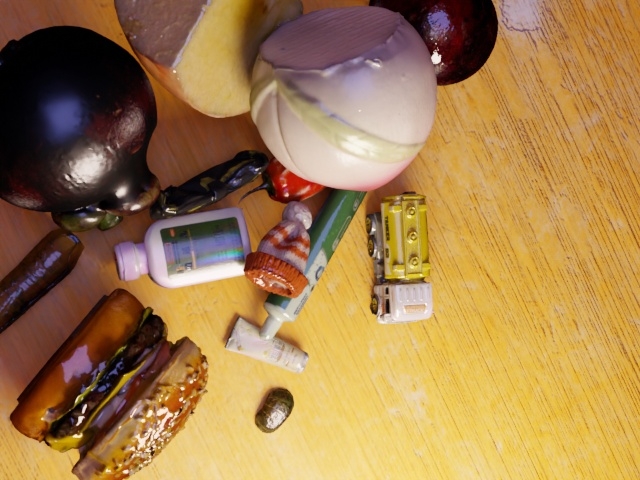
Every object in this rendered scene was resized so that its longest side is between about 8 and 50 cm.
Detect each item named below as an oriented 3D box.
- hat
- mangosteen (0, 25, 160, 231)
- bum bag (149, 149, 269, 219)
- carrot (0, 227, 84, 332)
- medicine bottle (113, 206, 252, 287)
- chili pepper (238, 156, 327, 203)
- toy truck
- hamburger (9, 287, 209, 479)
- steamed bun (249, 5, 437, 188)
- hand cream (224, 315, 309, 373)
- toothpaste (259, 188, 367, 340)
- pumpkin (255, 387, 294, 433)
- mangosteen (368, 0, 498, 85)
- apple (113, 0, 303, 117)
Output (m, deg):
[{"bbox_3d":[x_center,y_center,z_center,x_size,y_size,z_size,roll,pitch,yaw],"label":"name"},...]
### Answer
[{"bbox_3d":[-0.056,0.005,1.566,0.112,0.093,0.162,32,68,-24],"label":"hat"},{"bbox_3d":[-0.372,-0.160,1.428,0.297,0.297,0.313,-41,90,-14],"label":"mangosteen"},{"bbox_3d":[-0.180,-0.089,1.561,0.232,0.106,0.060,-28,103,-31],"label":"bum bag"},{"bbox_3d":[-0.481,0.083,1.501,0.260,0.070,0.070,-44,99,-13],"label":"carrot"},{"bbox_3d":[-0.226,0.017,1.572,0.219,0.078,0.115,-11,91,-17],"label":"medicine bottle"},{"bbox_3d":[-0.058,-0.103,1.626,0.192,0.084,0.086,-26,85,-21],"label":"chili pepper"},{"bbox_3d":[0.141,0.032,1.660,0.098,0.114,0.227,-2,88,-17],"label":"toy truck"},{"bbox_3d":[-0.304,0.226,1.442,0.225,0.291,0.291,41,77,-5],"label":"hamburger"},{"bbox_3d":[0.045,-0.197,1.506,0.309,0.309,0.309,1,87,-16],"label":"steamed bun"},{"bbox_3d":[-0.087,0.182,1.628,0.143,0.039,0.061,24,81,-9],"label":"hand cream"},{"bbox_3d":[0.000,0.000,1.639,0.061,0.099,0.392,25,77,25],"label":"toothpaste"},{"bbox_3d":[-0.075,0.292,1.628,0.050,0.028,0.083,34,83,-14],"label":"pumpkin"},{"bbox_3d":[0.177,-0.345,1.658,0.235,0.235,0.261,24,122,-14],"label":"mangosteen"},{"bbox_3d":[-0.164,-0.357,1.512,0.252,0.309,0.314,-18,77,14],"label":"apple"}]
